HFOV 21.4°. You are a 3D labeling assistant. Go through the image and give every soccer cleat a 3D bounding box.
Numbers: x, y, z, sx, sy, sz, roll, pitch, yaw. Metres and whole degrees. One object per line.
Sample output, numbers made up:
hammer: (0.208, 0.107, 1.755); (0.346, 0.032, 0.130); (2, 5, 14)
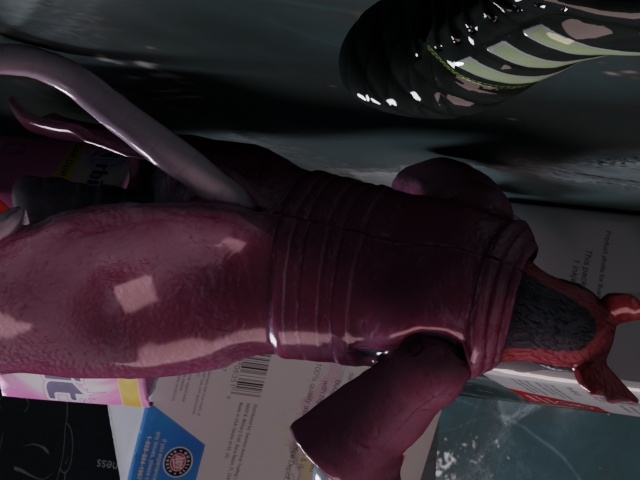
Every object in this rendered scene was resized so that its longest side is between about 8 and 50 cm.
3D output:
soccer cleat: (0.068, -0.080, 0.539); (0.179, 0.060, 0.072); (-6, 154, 41)

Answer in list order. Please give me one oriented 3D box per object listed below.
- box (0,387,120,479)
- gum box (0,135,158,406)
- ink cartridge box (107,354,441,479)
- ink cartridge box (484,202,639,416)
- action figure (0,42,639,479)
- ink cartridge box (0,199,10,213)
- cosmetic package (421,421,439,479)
box: (-0.380, 0.253, 1.927); (0.297, 0.472, 0.480); (2, 169, 42)
gum box: (-0.165, 0.027, 1.119); (0.107, 0.062, 0.188); (5, 128, 11)
ink cartridge box: (-0.035, 0.104, 1.346); (0.232, 0.171, 0.168); (10, -158, -17)
ink cartridge box: (0.258, 0.060, 1.093); (0.272, 0.114, 0.197); (7, 171, 19)
action figure: (0.000, 0.000, 0.895); (0.370, 0.248, 0.276); (8, 146, 13)
ink cartridge box: (-0.252, 0.003, 0.964); (0.045, 0.145, 0.179); (27, 164, 43)
cosmetic package: (0.045, 0.152, 1.537); (0.117, 0.231, 0.085); (7, -170, 21)
